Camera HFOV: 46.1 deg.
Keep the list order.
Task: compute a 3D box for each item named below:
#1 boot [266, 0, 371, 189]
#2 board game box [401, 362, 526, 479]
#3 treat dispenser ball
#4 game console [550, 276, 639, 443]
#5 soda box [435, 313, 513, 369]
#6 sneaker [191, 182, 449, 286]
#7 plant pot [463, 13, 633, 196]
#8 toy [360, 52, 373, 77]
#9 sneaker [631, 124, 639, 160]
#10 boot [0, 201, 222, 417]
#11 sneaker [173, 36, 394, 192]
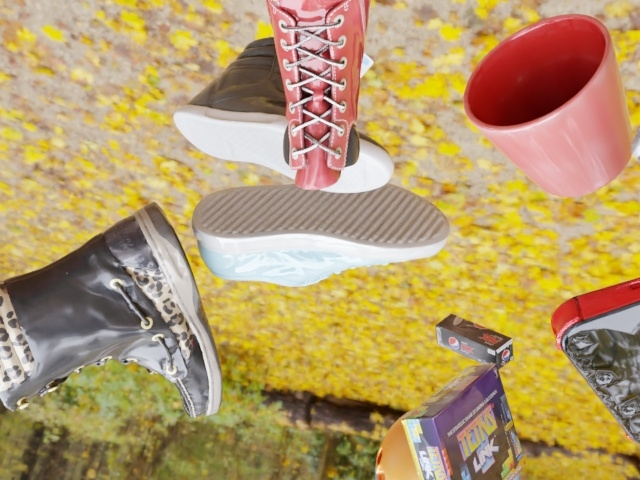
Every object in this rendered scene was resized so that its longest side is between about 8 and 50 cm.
[{"bbox_3d":[-0.002,-0.134,0.550,0.088,0.176,0.244,3,172,8],"label":"boot"},{"bbox_3d":[0.179,0.246,0.914,0.048,0.141,0.170,-12,-173,40],"label":"board game box"},{"bbox_3d":[0.254,0.473,1.523,0.288,0.288,0.288,12,162,4],"label":"treat dispenser ball"},{"bbox_3d":[0.579,0.178,1.155,0.342,0.060,0.386,-26,124,29],"label":"game console"},{"bbox_3d":[0.327,0.214,1.603,0.169,0.060,0.053,21,130,47],"label":"soda box"},{"bbox_3d":[0.000,0.000,1.109,0.365,0.135,0.150,3,142,-1],"label":"sneaker"},{"bbox_3d":[0.435,-0.226,1.366,0.274,0.275,0.243,-4,142,43],"label":"plant pot"},{"bbox_3d":[-0.014,-0.265,1.153,0.137,0.056,0.237,40,170,-6],"label":"toy"},{"bbox_3d":[0.557,-0.196,0.949,0.180,0.321,0.124,37,-153,5],"label":"sneaker"},{"bbox_3d":[-0.299,0.150,1.049,0.138,0.284,0.378,49,155,44],"label":"boot"},{"bbox_3d":[-0.022,-0.148,0.815,0.295,0.147,0.105,19,156,38],"label":"sneaker"}]
